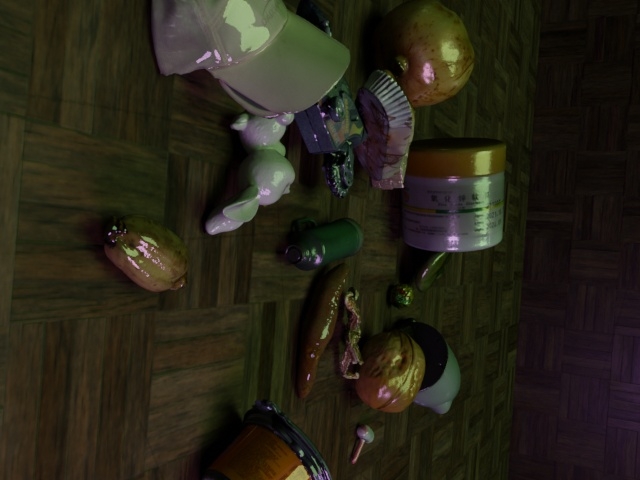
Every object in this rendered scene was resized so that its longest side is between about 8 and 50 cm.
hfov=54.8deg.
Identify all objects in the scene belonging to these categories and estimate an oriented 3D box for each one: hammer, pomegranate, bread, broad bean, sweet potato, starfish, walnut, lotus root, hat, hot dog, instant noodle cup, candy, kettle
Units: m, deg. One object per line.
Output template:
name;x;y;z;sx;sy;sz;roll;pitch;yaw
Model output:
hammer;0.086;0.438;1.320;0.083;0.031;0.052;-62;140;-26
pomegranate;0.198;-0.372;1.255;0.215;0.215;0.215;-13;105;-60
bread;0.152;-0.195;1.306;0.105;0.077;0.152;-39;128;-52
broad bean;0.288;0.049;1.533;0.207;0.072;0.153;-49;160;-68
sweet potato;-0.003;0.153;1.091;0.078;0.058;0.255;70;35;-73
starfish;0.055;0.173;1.189;0.210;0.053;0.150;85;-2;-46
walnut;0.147;0.273;1.291;0.144;0.144;0.180;54;44;-50
lotus root;-0.195;0.016;0.711;0.072;0.063;0.152;-53;141;-16
hat;-0.074;-0.276;0.768;0.164;0.226;0.219;92;18;-52
hot dog;0.112;-0.210;1.139;0.144;0.075;0.268;58;-10;16
instant noodle cup;-0.085;0.344;0.866;0.125;0.177;0.208;-34;102;-40
candy;0.214;0.109;1.500;0.201;0.060;0.060;-38;127;-63
kettle;0.241;0.284;1.473;0.236;0.161;0.221;48;21;-54

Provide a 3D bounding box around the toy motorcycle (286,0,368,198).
toy motorcycle;0.005;-0.223;1.015;0.173;0.108;0.307;-70;148;-44

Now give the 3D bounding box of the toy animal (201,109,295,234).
toy animal;-0.099;-0.090;0.874;0.127;0.131;0.182;10;76;-29

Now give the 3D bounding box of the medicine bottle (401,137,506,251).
medicine bottle;0.304;-0.111;1.424;0.238;0.237;0.232;-28;118;-57

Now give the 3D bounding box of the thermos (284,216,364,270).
thermos;0.004;0.003;1.063;0.187;0.073;0.083;-18;111;-59
